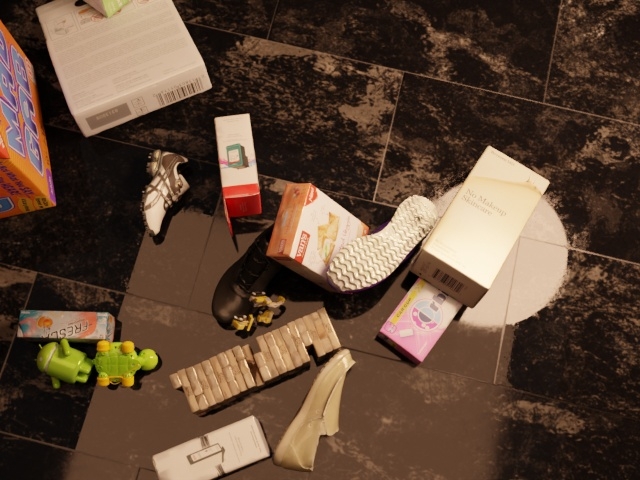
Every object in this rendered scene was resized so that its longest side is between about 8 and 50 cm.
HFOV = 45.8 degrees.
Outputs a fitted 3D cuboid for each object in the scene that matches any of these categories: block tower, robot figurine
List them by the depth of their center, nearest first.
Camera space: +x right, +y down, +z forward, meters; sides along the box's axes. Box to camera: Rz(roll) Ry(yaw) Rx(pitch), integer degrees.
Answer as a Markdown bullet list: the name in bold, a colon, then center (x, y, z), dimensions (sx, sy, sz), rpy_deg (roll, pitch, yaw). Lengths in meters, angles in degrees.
- **robot figurine**: center (-0.523, 0.248, 1.540), dimensions (0.115, 0.067, 0.101), rpy_deg (23, 117, -5)
- **block tower**: center (-0.128, 0.252, 1.541), dimensions (0.335, 0.091, 0.097), rpy_deg (-22, 75, -7)

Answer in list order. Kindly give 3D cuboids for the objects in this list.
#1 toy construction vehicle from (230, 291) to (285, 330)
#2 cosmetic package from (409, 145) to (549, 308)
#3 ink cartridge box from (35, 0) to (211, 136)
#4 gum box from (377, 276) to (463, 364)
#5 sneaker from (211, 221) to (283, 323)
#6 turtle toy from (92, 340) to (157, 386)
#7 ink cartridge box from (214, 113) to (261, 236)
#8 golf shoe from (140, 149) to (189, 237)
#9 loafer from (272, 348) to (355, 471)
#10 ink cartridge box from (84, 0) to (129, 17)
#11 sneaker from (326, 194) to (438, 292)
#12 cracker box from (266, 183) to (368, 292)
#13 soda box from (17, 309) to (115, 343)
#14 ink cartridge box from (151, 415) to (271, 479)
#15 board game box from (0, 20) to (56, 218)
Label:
- **toy construction vehicle**: center (-0.126, 0.150, 1.560), dimensions (0.035, 0.098, 0.086), rpy_deg (44, 119, 39)
- **cosmetic package**: center (0.335, -0.030, 1.588), dimensions (0.160, 0.113, 0.309), rpy_deg (31, 63, 7)
- **ink cartridge box**: center (-0.464, -0.449, 1.758), dimensions (0.308, 0.091, 0.385), rpy_deg (-24, 59, -7)
- **gum box**: center (0.218, 0.153, 1.591), dimensions (0.107, 0.062, 0.188), rpy_deg (37, 76, 8)
- **sneaker**: center (-0.131, 0.048, 1.580), dimensions (0.109, 0.130, 0.286), rpy_deg (35, 77, 6)
- **turtle toy**: center (-0.400, 0.246, 1.548), dimensions (0.130, 0.066, 0.095), rpy_deg (2, 97, -4)
- **ink cartridge box**: center (-0.174, -0.137, 1.629), dimensions (0.078, 0.134, 0.231), rpy_deg (-7, 75, -4)
- **golf shoe**: center (-0.335, -0.103, 1.645), dimensions (0.094, 0.077, 0.198), rpy_deg (5, 75, 0)
- **loafer**: center (0.003, 0.345, 1.518), dimensions (0.092, 0.102, 0.268), rpy_deg (30, 85, 6)
- **ink cartridge box**: center (-0.452, -0.712, 1.777), dimensions (0.207, 0.119, 0.353), rpy_deg (37, 70, 15)
- **sneaker**: center (0.123, 0.035, 1.574), dimensions (0.293, 0.146, 0.102), rpy_deg (-36, 76, -28)
- **cracker box**: center (0.000, 0.000, 1.548), dimensions (0.067, 0.232, 0.155), rpy_deg (3, 71, 38)
- **soda box**: center (-0.524, 0.179, 1.566), dimensions (0.183, 0.063, 0.058), rpy_deg (1, 73, -1)
- **ink cartridge box**: center (-0.206, 0.415, 1.462), dimensions (0.203, 0.148, 0.086), rpy_deg (-21, 77, -6)
- **board game box**: center (-0.790, -0.246, 1.529), dimensions (0.356, 0.356, 0.356), rpy_deg (-13, 75, -5)
